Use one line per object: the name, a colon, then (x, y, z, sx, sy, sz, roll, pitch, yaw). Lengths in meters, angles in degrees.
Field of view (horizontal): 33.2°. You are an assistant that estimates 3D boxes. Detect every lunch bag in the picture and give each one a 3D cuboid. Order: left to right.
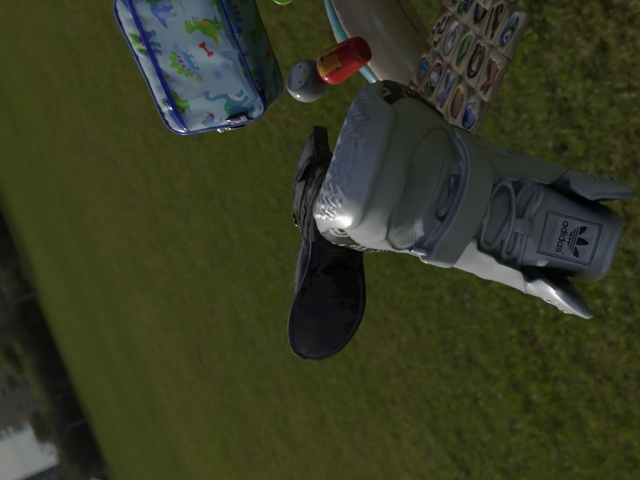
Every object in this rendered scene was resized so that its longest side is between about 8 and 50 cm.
lunch bag: (-0.159, -0.248, 1.395, 0.176, 0.090, 0.219, -5, 118, 29)

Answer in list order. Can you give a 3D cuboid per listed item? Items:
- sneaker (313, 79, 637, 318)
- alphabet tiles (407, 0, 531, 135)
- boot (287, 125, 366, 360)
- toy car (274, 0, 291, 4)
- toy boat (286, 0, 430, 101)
sneaker: (0.141, -0.030, 0.890, 0.210, 0.137, 0.366, 20, -175, 19)
alphabet tiles: (0.179, -0.223, 1.412, 0.285, 0.011, 0.342, -113, 42, -63)
boot: (0.000, 0.000, 1.401, 0.229, 0.091, 0.263, -117, 37, -68)
toy car: (-0.094, -0.539, 1.944, 0.155, 0.149, 0.188, -62, -32, -56)
toy boat: (0.058, -0.324, 1.772, 0.148, 0.318, 0.267, -26, 103, 34)
